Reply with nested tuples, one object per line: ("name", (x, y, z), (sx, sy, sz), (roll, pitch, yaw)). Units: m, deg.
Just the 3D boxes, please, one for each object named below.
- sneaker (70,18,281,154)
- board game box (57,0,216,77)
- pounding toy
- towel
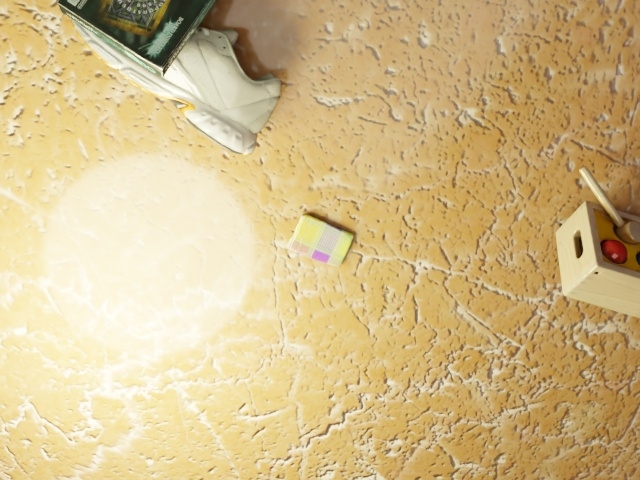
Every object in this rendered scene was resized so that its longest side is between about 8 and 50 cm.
("sneaker", (-0.164, -0.223, 0.666), (0.262, 0.099, 0.121), (34, 100, -17))
("board game box", (-0.178, -0.291, 0.611), (0.126, 0.026, 0.186), (33, 79, -9))
("pounding toy", (0.376, 0.001, 0.716), (0.130, 0.141, 0.100), (16, 141, -5))
("towel", (0.000, 0.000, 0.791), (0.083, 0.009, 0.060), (21, 112, -7))
